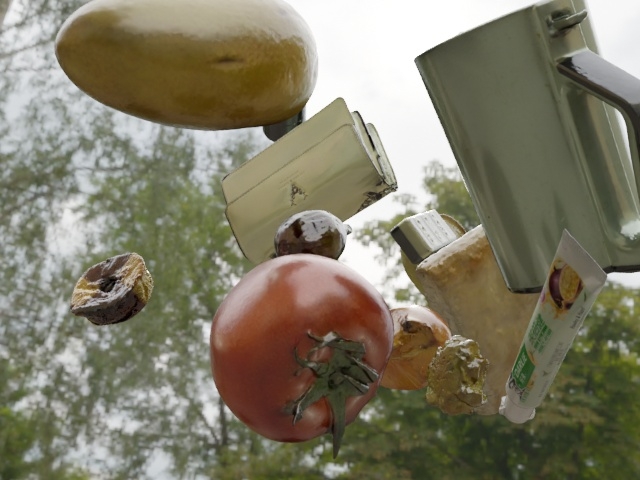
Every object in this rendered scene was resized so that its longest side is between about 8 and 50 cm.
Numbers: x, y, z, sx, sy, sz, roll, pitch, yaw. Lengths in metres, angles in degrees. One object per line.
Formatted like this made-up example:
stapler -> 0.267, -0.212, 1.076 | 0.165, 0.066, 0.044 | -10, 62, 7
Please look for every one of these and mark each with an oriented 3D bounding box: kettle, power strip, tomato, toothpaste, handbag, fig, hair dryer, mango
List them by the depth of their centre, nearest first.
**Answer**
toothpaste -> 0.279, 0.123, 1.042 | 0.058, 0.056, 0.315 | 19, -44, 13
tomato -> -0.028, 0.144, 1.153 | 0.255, 0.256, 0.224 | 30, 0, -40
kettle -> 0.333, -0.134, 1.165 | 0.250, 0.377, 0.361 | -23, 5, -24
mango -> -0.190, -0.282, 1.272 | 0.444, 0.221, 0.301 | -6, 36, -48
fig -> 0.000, 0.000, 1.354 | 0.154, 0.109, 0.103 | -13, -29, -37
mango -> 0.133, 0.175, 1.431 | 0.126, 0.153, 0.252 | 54, -14, -7
handbag -> -0.029, -0.117, 1.878 | 0.358, 0.237, 0.160 | -33, -33, 19
hair dryer -> -0.069, -0.431, 2.145 | 0.116, 0.303, 0.244 | 11, -35, 4
power strip -> 0.265, -0.014, 2.152 | 0.070, 0.105, 0.256 | -39, -9, 22

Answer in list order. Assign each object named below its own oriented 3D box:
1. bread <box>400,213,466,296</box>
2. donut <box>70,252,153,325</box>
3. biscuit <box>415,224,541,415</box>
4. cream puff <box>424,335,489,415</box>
bread -> 0.363, 0.053, 2.593 | 0.148, 0.270, 0.270 | -28, -7, -30
donut -> -0.338, 0.083, 1.386 | 0.140, 0.141, 0.059 | -6, -45, 28
biscuit -> 0.423, 0.132, 1.809 | 0.104, 0.446, 0.430 | 20, -45, 54
cream puff -> 0.154, 0.151, 0.943 | 0.058, 0.083, 0.083 | 15, -52, -42
